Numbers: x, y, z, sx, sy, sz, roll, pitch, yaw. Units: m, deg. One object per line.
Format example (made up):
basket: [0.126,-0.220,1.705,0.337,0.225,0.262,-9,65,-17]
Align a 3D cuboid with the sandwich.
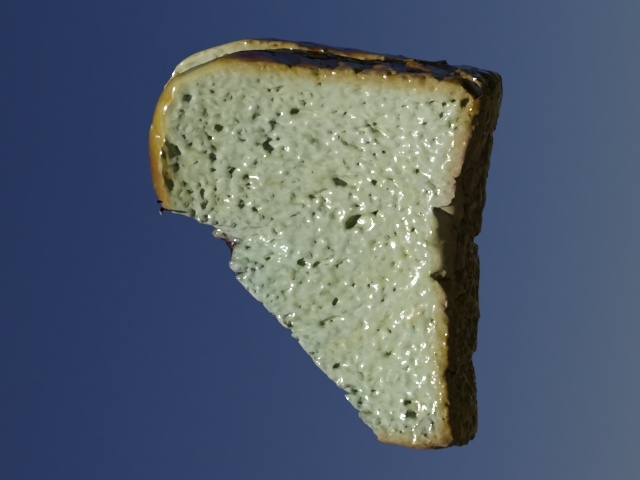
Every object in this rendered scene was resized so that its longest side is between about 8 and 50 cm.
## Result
sandwich: [0.001,-0.001,1.354,0.099,0.254,0.288,-36,-52,-73]
